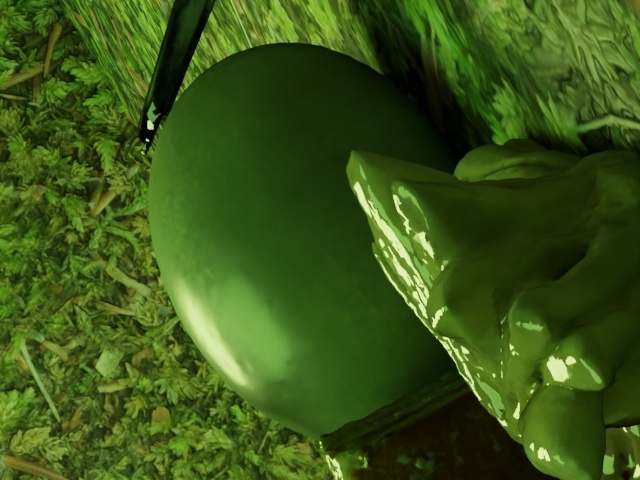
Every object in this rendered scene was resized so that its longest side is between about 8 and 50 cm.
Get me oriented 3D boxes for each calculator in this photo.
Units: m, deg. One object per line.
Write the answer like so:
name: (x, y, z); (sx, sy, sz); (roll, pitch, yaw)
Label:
calculator: (-0.108, -0.199, 1.312); (0.040, 0.268, 0.177); (17, 173, -7)

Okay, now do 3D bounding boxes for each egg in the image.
egg: (0.000, 0.000, 1.221); (0.352, 0.258, 0.258); (54, 169, 25)

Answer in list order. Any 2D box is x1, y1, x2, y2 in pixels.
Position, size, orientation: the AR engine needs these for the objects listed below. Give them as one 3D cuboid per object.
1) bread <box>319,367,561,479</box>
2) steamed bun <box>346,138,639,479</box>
bread: (0.142, 0.173, 1.073); (0.184, 0.234, 0.110); (63, 173, -8)
steamed bun: (0.145, 0.050, 0.872); (0.428, 0.189, 0.247); (50, 159, 48)
